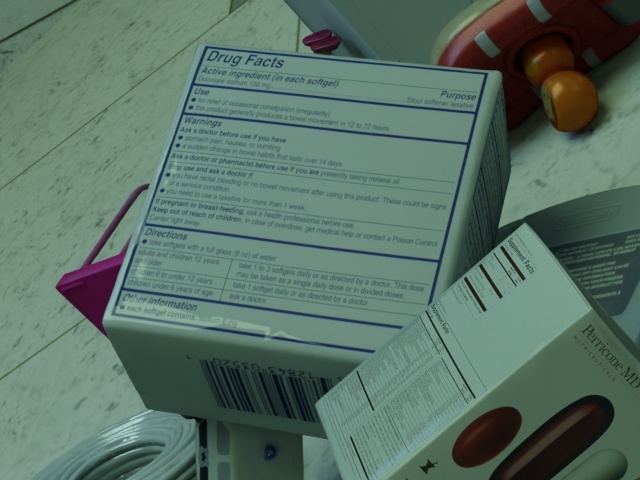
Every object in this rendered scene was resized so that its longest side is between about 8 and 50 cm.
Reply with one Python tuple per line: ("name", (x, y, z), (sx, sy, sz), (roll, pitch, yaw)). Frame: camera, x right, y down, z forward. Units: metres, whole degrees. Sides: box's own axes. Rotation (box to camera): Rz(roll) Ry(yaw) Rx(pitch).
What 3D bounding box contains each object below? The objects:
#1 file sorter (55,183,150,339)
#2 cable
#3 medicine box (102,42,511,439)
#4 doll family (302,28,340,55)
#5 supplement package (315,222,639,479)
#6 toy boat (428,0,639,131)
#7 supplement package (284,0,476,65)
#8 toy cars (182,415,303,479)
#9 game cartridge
("file sorter", (-0.072, 0.020, 1.791), (0.291, 0.202, 0.182), (-19, 33, 45))
("cable", (-0.174, 0.237, 1.660), (0.257, 0.089, 0.257), (-30, 15, -14))
("medicine box", (0.000, 0.000, 1.471), (0.263, 0.149, 0.289), (7, 59, 15))
("doll family", (0.020, -0.109, 1.920), (0.118, 0.163, 0.263), (-26, 27, -8))
("supplement package", (0.143, 0.141, 1.252), (0.203, 0.194, 0.149), (-41, 24, 7))
("toy boat", (0.221, -0.168, 1.748), (0.231, 0.151, 0.151), (-34, 54, 22))
("supplement package", (0.054, -0.288, 2.018), (0.145, 0.262, 0.204), (-46, 24, -4))
("toy cars", (0.000, 0.102, 1.560), (0.393, 0.176, 0.087), (-55, 20, -23))
("game cartridge", (0.209, 0.044, 1.487), (0.294, 0.060, 0.196), (-13, 42, 49))
